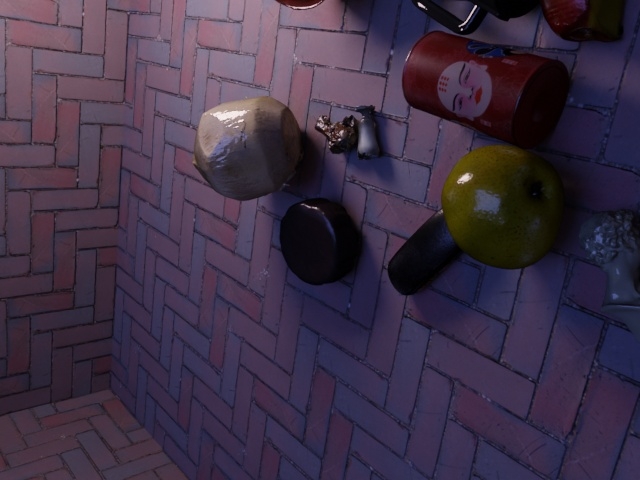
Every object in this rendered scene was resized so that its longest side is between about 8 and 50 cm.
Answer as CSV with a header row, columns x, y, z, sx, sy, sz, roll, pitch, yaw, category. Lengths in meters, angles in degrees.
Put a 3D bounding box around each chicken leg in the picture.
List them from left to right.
x,y,z,sx,sy,sz,roll,pitch,yaw,category
0.052,-0.335,1.901,0.196,0.081,0.125,15,96,54,chicken leg

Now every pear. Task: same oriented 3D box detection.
x,y,z,sx,sy,sz,roll,pitch,yaw,category
0.412,-0.077,1.364,0.294,0.294,0.294,8,101,48,pear

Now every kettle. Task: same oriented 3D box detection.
x,y,z,sx,sy,sz,roll,pitch,yaw,category
0.375,-0.648,1.420,0.308,0.203,0.262,47,153,38,kettle

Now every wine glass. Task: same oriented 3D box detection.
x,y,z,sx,sy,sz,roll,pitch,yaw,category
0.137,-0.322,1.803,0.072,0.072,0.155,-5,90,49,wine glass

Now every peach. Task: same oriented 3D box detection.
x,y,z,sx,sy,sz,roll,pitch,yaw,category
0.541,-0.556,1.253,0.159,0.154,0.267,19,109,47,peach

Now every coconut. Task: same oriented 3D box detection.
x,y,z,sx,sy,sz,roll,pitch,yaw,category
-0.251,-0.306,2.012,0.361,0.346,0.346,-8,89,13,coconut

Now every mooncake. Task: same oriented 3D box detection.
x,y,z,sx,sy,sz,roll,pitch,yaw,category
0.000,0.000,1.945,0.283,0.141,0.282,17,115,40,mooncake

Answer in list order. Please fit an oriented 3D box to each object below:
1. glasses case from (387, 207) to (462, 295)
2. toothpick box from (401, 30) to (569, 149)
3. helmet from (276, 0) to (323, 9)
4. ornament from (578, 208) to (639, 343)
x,y,z,sx,sy,sz,roll,pitch,yaw,category
0.297,0.032,1.657,0.321,0.082,0.122,-51,57,40,glasses case
0.380,-0.362,1.424,0.333,0.204,0.204,32,118,41,toothpick box
0.003,-0.851,1.765,0.385,0.230,0.337,43,126,26,helmet
0.630,0.074,1.254,0.120,0.130,0.285,-32,71,59,ornament
